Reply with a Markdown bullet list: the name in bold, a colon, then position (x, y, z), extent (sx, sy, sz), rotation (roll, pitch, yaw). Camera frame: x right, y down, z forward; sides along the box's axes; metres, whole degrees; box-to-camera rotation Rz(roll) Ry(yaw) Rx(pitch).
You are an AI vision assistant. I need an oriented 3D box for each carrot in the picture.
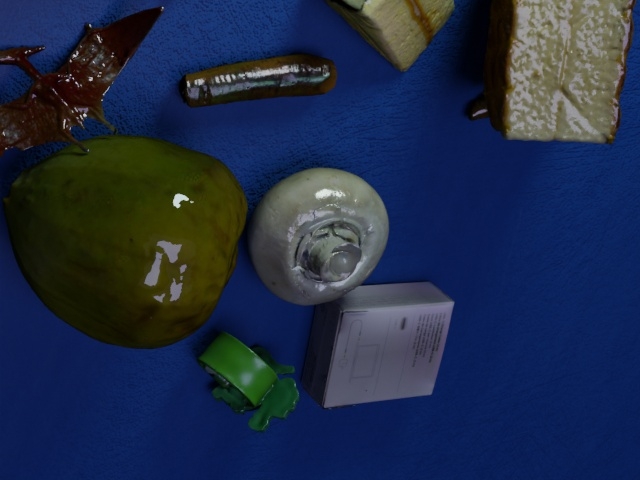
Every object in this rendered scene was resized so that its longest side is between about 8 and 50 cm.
- **carrot**: position (-0.097, -0.251, 1.887), extent (0.260, 0.070, 0.070), rotation (-12, 120, -23)

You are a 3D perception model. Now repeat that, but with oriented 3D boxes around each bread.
- **bread**: position (0.382, -0.328, 1.958), extent (0.207, 0.279, 0.279), rotation (1, 117, 0)
- **bread**: position (0.144, -0.374, 1.899), extent (0.264, 0.163, 0.168), rotation (36, 93, -38)

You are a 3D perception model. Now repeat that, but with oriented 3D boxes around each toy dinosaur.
- **toy dinosaur**: position (-0.362, -0.220, 1.668), extent (0.327, 0.207, 0.113), rotation (-14, 163, -16)

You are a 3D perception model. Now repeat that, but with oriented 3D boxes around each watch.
- **watch**: position (-0.123, 0.230, 2.064), extent (0.131, 0.165, 0.152), rotation (-47, 147, -15)

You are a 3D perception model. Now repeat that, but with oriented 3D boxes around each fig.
- **fig**: position (-0.288, -0.010, 1.758), extent (0.343, 0.343, 0.343), rotation (-13, 121, -24)

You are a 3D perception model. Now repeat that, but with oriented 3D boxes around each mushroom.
- **mushroom**: position (0.000, 0.000, 1.993), extent (0.246, 0.202, 0.246), rotation (-7, 116, -15)

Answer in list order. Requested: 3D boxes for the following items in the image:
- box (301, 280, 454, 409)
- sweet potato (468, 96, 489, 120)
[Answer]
- **box**: position (0.105, 0.191, 2.212), extent (0.251, 0.106, 0.203), rotation (-3, 115, -28)
- **sweet potato**: position (0.421, -0.292, 2.163), extent (0.346, 0.079, 0.108), rotation (-36, 99, -7)
